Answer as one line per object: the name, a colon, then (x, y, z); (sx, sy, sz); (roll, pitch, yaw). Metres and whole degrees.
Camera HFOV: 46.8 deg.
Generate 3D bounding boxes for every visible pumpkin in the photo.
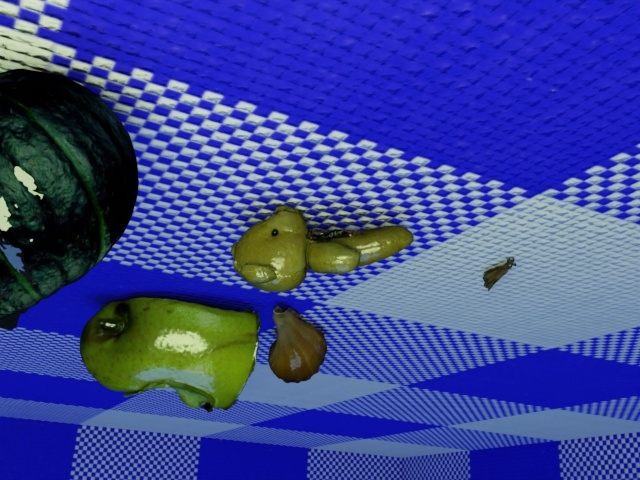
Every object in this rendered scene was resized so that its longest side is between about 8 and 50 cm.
pumpkin: (-0.280, -0.060, 0.573); (0.248, 0.248, 0.248); (2, 158, 1)

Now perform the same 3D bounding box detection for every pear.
pear: (-0.258, 0.185, 1.233); (0.255, 0.164, 0.238); (18, 156, -30)

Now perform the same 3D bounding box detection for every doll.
doll: (0.000, 0.000, 0.860); (0.209, 0.097, 0.137); (-10, -168, -9)

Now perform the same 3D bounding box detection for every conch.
conch: (-0.048, 0.202, 1.336); (0.109, 0.093, 0.330); (7, 158, 8)

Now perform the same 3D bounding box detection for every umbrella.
umbrella: (0.239, 0.045, 0.997); (0.020, 0.031, 0.083); (38, 151, -2)

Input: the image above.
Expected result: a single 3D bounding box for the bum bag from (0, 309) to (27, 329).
bum bag: (-0.507, 0.083, 1.139); (0.123, 0.060, 0.248); (15, 154, -31)
